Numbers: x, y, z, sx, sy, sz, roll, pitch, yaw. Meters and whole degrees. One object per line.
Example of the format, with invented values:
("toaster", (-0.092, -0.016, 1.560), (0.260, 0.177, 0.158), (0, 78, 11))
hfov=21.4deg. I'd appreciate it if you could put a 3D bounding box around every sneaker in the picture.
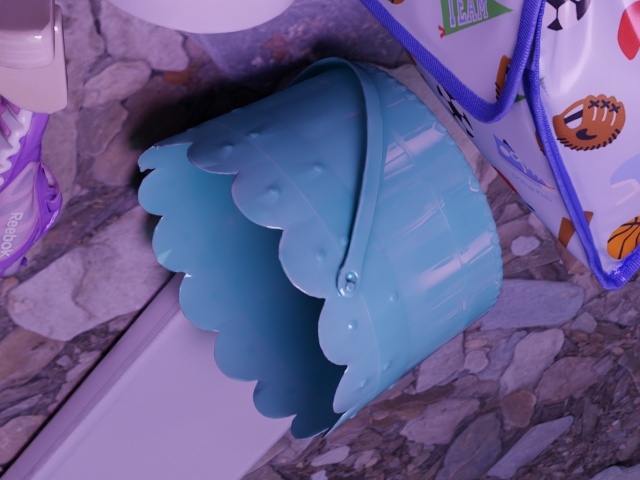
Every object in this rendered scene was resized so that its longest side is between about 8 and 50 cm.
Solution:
("sneaker", (-0.244, -0.048, 1.301), (0.105, 0.095, 0.236), (-5, 140, -37))

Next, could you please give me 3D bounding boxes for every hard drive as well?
("hard drive", (-0.116, 0.150, 1.618), (0.233, 0.047, 0.353), (20, 120, -44))

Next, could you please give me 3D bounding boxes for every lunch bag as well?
("lunch bag", (0.146, -0.202, 1.184), (0.239, 0.328, 0.385), (-35, 142, -2))

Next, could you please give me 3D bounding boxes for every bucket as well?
("bucket", (0.000, 0.000, 1.350), (0.183, 0.281, 0.281), (-31, 143, -22))

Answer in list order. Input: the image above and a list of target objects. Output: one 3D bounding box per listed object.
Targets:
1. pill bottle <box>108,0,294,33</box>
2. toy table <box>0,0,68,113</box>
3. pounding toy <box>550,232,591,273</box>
("pill bottle", (-0.046, -0.310, 1.001), (0.210, 0.210, 0.363), (-9, 146, -24))
("toy table", (-0.245, -0.184, 1.053), (0.161, 0.252, 0.274), (-2, 142, -6))
("pounding toy", (0.279, -0.046, 1.626), (0.141, 0.100, 0.130), (-6, 150, -23))
